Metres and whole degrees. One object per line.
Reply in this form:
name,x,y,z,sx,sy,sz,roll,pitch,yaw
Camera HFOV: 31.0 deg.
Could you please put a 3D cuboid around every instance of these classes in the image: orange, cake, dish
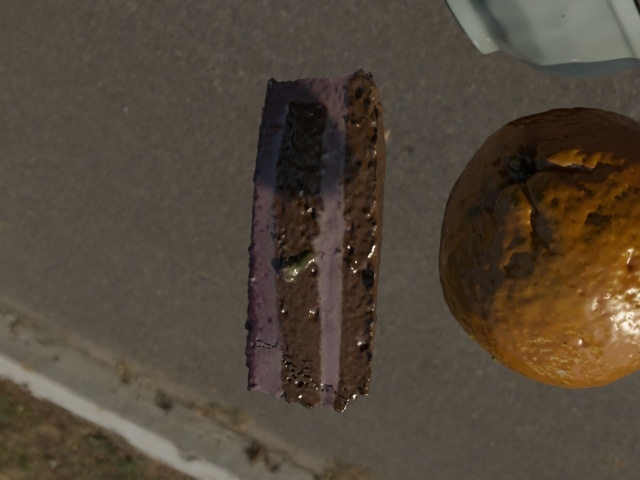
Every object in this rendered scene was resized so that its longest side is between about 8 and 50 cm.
orange,0.116,-0.001,0.551,0.117,0.136,0.135,37,142,-24
cake,0.000,0.000,1.019,0.115,0.295,0.113,5,-177,10
dish,0.138,-0.231,0.854,0.120,0.303,0.303,-27,126,16
